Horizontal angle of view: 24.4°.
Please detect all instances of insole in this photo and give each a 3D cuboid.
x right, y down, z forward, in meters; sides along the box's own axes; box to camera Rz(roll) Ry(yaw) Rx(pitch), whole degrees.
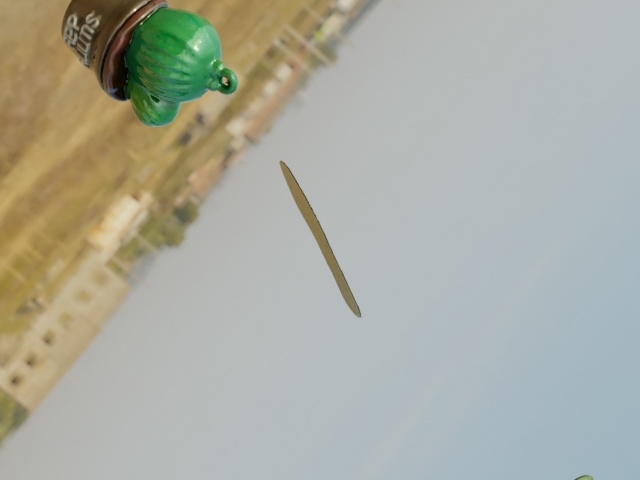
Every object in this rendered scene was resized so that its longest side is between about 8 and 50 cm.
[{"bbox_3d":[0.000,0.000,1.247,0.002,0.152,0.053,-29,-160,-11],"label":"insole"}]

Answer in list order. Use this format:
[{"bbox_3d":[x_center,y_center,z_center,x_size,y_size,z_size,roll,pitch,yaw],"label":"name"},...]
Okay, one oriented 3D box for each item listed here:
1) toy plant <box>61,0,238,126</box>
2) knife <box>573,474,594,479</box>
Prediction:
[{"bbox_3d":[-0.176,-0.187,1.543,0.105,0.200,0.143,-38,155,-51],"label":"toy plant"},{"bbox_3d":[0.242,0.326,1.243,0.020,0.043,0.293,116,-24,-48],"label":"knife"}]
